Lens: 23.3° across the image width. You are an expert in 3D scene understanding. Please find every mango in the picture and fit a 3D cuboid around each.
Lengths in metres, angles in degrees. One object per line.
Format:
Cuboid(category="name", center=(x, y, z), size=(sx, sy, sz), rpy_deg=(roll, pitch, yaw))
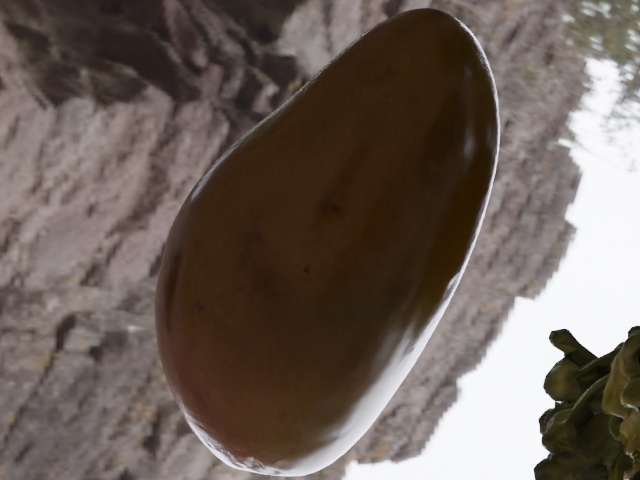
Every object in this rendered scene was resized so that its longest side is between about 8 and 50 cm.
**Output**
Cuboid(category="mango", center=(0.000, 0.000, 0.754), size=(0.138, 0.113, 0.253), rpy_deg=(34, -68, 17))

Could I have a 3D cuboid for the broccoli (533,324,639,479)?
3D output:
Cuboid(category="broccoli", center=(0.281, 0.093, 0.769), size=(0.324, 0.272, 0.334), rpy_deg=(-44, -144, -3))
